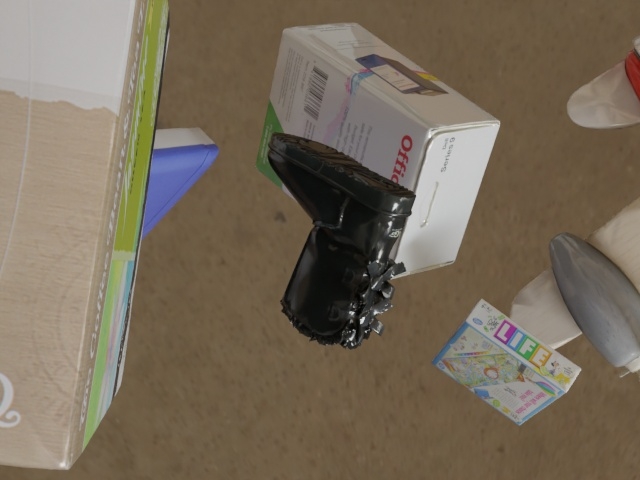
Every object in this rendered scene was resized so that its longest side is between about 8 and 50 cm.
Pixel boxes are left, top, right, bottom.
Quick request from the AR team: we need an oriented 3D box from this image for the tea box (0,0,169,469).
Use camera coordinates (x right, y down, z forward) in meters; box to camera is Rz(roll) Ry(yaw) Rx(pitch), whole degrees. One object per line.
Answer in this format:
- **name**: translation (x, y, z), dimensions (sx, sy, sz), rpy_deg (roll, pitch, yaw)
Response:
- **tea box**: translation (-0.245, -0.042, 0.590), dimensions (0.329, 0.323, 0.220), rpy_deg (8, 89, -6)

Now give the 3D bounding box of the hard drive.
- **hard drive**: translation (-0.213, -0.006, 1.077), dimensions (0.040, 0.318, 0.210), rpy_deg (46, 105, 6)

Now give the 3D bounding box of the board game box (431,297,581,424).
- **board game box**: translation (0.161, 0.112, 1.162), dimensions (0.103, 0.154, 0.026), rpy_deg (36, 71, 5)

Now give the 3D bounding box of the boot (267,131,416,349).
- **boot**: translation (0.000, 0.000, 0.766), dimensions (0.121, 0.045, 0.099), rpy_deg (32, 111, 39)

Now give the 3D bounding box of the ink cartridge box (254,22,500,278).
- **ink cartridge box**: translation (0.046, -0.087, 1.202), dimensions (0.093, 0.154, 0.212), rpy_deg (-11, 38, -37)

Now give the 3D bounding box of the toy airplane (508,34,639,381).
- **toy airplane**: translation (0.395, -0.033, 1.189), dimensions (0.384, 0.272, 0.386), rpy_deg (11, 110, 2)
